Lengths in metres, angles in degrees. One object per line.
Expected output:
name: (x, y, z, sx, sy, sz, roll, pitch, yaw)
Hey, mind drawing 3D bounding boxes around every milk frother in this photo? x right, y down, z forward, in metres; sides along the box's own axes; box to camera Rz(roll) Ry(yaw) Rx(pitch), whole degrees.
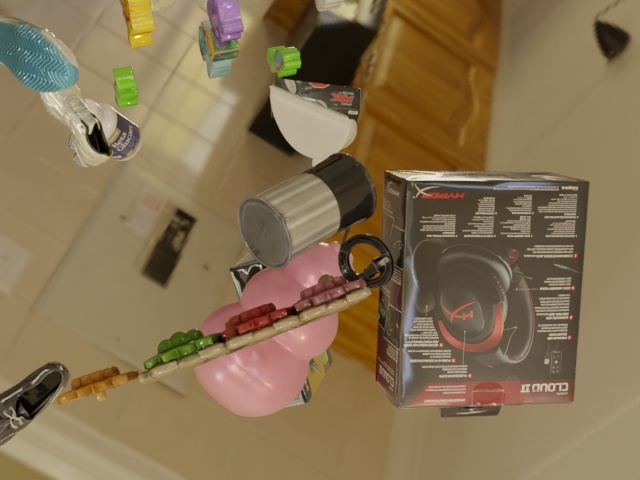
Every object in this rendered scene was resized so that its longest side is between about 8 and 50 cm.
milk frother: (0.000, 0.000, 1.133, 0.135, 0.143, 0.129, -30, 158, -35)

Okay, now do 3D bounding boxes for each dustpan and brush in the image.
dustpan and brush: (-0.009, -0.163, 1.666, 0.060, 0.147, 0.211, -54, 161, -35)

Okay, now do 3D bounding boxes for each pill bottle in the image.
pill bottle: (-0.460, -0.239, 2.218, 0.094, 0.094, 0.169, -58, 154, -2)

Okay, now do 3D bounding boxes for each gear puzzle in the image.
gear puzzle: (-0.118, 0.104, 1.107, 0.339, 0.044, 0.175, -20, 175, -10)

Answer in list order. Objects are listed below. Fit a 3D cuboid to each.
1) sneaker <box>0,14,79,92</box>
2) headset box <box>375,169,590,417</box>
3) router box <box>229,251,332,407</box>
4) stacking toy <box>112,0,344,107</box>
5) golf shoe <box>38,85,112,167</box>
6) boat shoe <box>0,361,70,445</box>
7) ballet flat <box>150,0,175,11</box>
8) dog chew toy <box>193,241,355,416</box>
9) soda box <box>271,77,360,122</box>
sneaker: (-0.419, -0.280, 1.519, 0.092, 0.229, 0.087, -12, 124, -50)
headset box: (0.183, 0.068, 1.212, 0.110, 0.218, 0.293, -138, -132, -76)
router box: (-0.075, 0.162, 2.165, 0.081, 0.308, 0.243, -14, -170, 16)
stacking toy: (-0.086, -0.173, 0.856, 0.221, 0.167, 0.052, 141, -65, -73)
golf shoe: (-0.386, -0.203, 1.676, 0.086, 0.176, 0.069, -1, -148, 49)
boat shoe: (-0.511, 0.281, 1.752, 0.206, 0.075, 0.065, -41, -173, -15)
ballet flat: (-0.277, -0.419, 1.724, 0.086, 0.086, 0.248, -60, -159, -9)
dog chew toy: (-0.066, 0.139, 1.779, 0.332, 0.207, 0.206, -50, -167, 3)
soda box: (-0.009, -0.266, 2.003, 0.053, 0.169, 0.060, 107, -13, -59)
